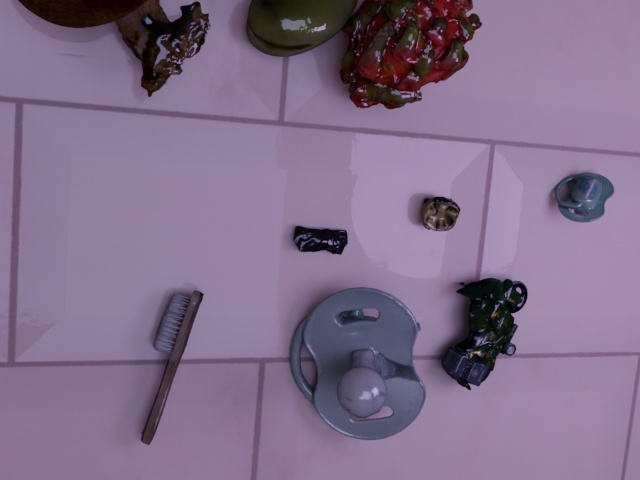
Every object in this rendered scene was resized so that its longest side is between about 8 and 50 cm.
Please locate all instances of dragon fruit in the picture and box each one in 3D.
[{"bbox_3d":[0.162,-0.391,1.545,0.302,0.237,0.231,-39,113,13],"label":"dragon fruit"}]

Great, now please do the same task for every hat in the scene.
[{"bbox_3d":[0.258,-0.062,1.728,0.077,0.059,0.076,10,112,-15],"label":"hat"}]

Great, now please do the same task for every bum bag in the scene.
[{"bbox_3d":[0.001,0.000,1.660,0.124,0.034,0.058,2,84,-20],"label":"bum bag"}]

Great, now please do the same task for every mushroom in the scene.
[{"bbox_3d":[-0.356,-0.498,1.373,0.334,0.356,0.331,39,94,20],"label":"mushroom"}]

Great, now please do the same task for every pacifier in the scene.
[{"bbox_3d":[0.073,0.275,1.618,0.288,0.269,0.344,-9,100,8],"label":"pacifier"},{"bbox_3d":[0.610,-0.088,1.837,0.150,0.126,0.117,-63,155,-28],"label":"pacifier"}]

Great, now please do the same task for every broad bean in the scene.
[{"bbox_3d":[-0.029,-0.469,1.518,0.189,0.121,0.263,36,82,8],"label":"broad bean"}]

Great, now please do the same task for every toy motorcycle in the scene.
[{"bbox_3d":[0.359,0.199,1.776,0.187,0.124,0.275,25,90,-30],"label":"toy motorcycle"}]

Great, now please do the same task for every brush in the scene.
[{"bbox_3d":[-0.315,0.250,1.582,0.065,0.070,0.328,18,95,-3],"label":"brush"}]
